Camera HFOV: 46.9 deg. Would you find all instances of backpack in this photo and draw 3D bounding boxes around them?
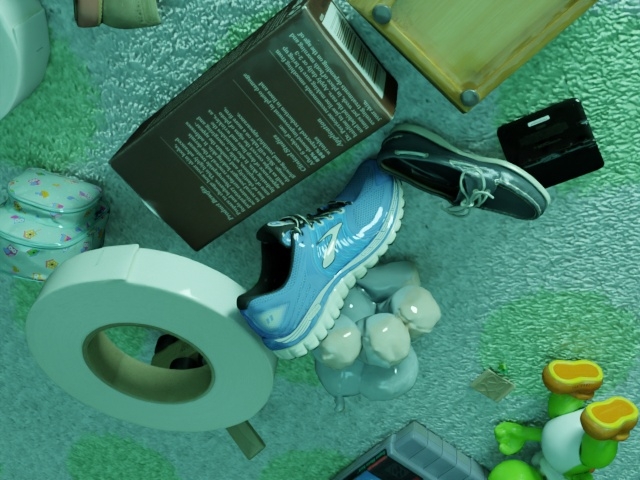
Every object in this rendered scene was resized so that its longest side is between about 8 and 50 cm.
[{"bbox_3d":[-0.440,-0.023,1.179,0.166,0.188,0.144,19,125,-1],"label":"backpack"}]

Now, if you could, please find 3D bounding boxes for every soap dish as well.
[{"bbox_3d":[0.208,-0.315,0.908,0.229,0.118,0.291,40,120,-16],"label":"soap dish"}]

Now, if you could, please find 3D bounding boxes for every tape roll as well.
[{"bbox_3d":[-0.546,-0.301,1.069,0.286,0.100,0.286,5,123,7],"label":"tape roll"},{"bbox_3d":[-0.257,0.167,1.150,0.392,0.072,0.392,5,136,5],"label":"tape roll"}]

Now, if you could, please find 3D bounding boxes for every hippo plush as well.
[{"bbox_3d":[0.048,0.182,1.197,0.294,0.234,0.236,-1,122,10],"label":"hippo plush"}]

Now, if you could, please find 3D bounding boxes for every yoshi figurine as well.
[{"bbox_3d":[0.402,0.392,1.310,0.203,0.203,0.362,20,128,16],"label":"yoshi figurine"}]

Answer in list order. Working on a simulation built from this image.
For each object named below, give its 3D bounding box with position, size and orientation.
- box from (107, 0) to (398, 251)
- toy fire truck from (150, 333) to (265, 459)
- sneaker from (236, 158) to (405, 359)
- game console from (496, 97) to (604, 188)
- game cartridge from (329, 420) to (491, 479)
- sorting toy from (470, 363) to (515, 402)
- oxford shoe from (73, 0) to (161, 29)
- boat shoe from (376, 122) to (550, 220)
[{"bbox_3d":[-0.095,-0.166,1.053,0.381,0.143,0.191,-31,113,25],"label":"box"},{"bbox_3d":[-0.170,0.268,1.360,0.217,0.158,0.246,-32,124,27],"label":"toy fire truck"},{"bbox_3d":[0.000,0.000,1.048,0.147,0.330,0.130,43,155,-21],"label":"sneaker"},{"bbox_3d":[0.333,-0.134,1.069,0.122,0.071,0.107,-21,87,22],"label":"game console"},{"bbox_3d":[0.154,0.525,1.513,0.230,0.068,0.355,33,123,-17],"label":"game cartridge"},{"bbox_3d":[0.318,0.253,1.327,0.062,0.012,0.083,33,126,-6],"label":"sorting toy"},{"bbox_3d":[-0.243,-0.441,0.933,0.130,0.123,0.348,0,126,-21],"label":"oxford shoe"},{"bbox_3d":[0.203,-0.085,1.059,0.255,0.079,0.095,28,144,1],"label":"boat shoe"}]
